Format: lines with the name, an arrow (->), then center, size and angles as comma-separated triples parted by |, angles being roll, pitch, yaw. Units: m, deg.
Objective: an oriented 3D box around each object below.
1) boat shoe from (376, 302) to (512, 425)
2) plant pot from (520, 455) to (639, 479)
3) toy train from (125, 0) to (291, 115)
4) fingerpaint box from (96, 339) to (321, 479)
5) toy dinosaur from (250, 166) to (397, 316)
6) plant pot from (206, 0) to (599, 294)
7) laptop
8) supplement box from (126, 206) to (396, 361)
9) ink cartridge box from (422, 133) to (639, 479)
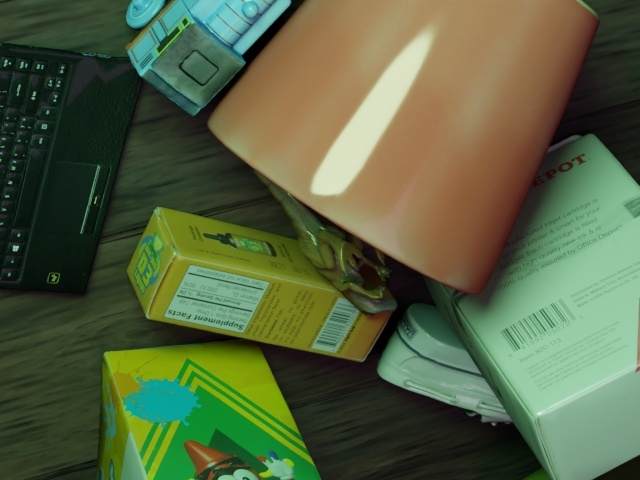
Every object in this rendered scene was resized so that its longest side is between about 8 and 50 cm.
boat shoe -> 0.172, 0.139, 1.726 | 0.258, 0.095, 0.084 | 23, 116, -22
plant pot -> 0.383, 0.287, 1.820 | 0.293, 0.275, 0.275 | -36, 130, -16
toy train -> -0.078, -0.191, 1.375 | 0.184, 0.105, 0.080 | -44, 128, 10
fingerpaint box -> -0.098, 0.376, 1.586 | 0.163, 0.371, 0.445 | -4, 123, -18
toy dinosaur -> 0.000, 0.000, 1.491 | 0.064, 0.112, 0.211 | -49, 115, -27
plant pot -> 0.080, -0.128, 1.404 | 0.275, 0.275, 0.243 | 26, 99, -34
laptop -> -0.275, -0.028, 1.384 | 0.264, 0.136, 0.234 | 5, 121, -25
supplement box -> -0.053, 0.042, 1.564 | 0.233, 0.078, 0.080 | 16, 117, -30
ink cartridge box -> 0.232, 0.057, 1.564 | 0.207, 0.283, 0.117 | -27, 132, -4
